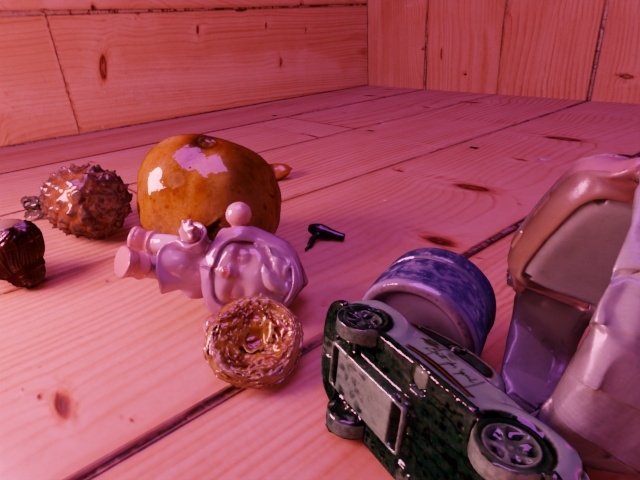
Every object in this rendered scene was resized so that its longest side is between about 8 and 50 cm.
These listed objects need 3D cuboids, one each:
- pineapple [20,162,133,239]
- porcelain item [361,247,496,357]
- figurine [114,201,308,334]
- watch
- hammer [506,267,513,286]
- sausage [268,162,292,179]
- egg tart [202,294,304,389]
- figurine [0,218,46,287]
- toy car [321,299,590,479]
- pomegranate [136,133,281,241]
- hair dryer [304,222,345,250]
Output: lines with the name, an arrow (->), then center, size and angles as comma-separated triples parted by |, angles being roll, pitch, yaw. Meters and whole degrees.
pineapple -> -0.577, -0.089, 1.027 | 0.361, 0.174, 0.175 | 3, 25, 35
porcelain item -> 0.131, 0.089, 0.550 | 0.147, 0.147, 0.114 | 13, 29, 30
figurine -> -0.151, 0.040, 0.665 | 0.276, 0.200, 0.133 | 12, -3, -5
watch -> 0.256, 0.078, 0.419 | 0.162, 0.253, 0.241 | 21, 54, 8
hammer -> 0.395, 0.063, 0.724 | 0.182, 0.017, 0.062 | 7, 27, 17
sausage -> -0.171, -0.191, 1.291 | 0.183, 0.054, 0.062 | -11, 58, -20
egg tart -> -0.083, 0.133, 0.576 | 0.129, 0.049, 0.128 | 3, 51, -4
figurine -> -0.647, -0.002, 0.815 | 0.316, 0.167, 0.187 | 2, -1, 14
toy car -> 0.109, 0.163, 0.414 | 0.125, 0.136, 0.306 | -9, 24, -32
pomegranate -> -0.198, -0.066, 0.817 | 0.261, 0.260, 0.260 | -3, 25, 1
hair dryer -> 0.000, 0.000, 0.907 | 0.079, 0.031, 0.083 | 17, 45, 20
